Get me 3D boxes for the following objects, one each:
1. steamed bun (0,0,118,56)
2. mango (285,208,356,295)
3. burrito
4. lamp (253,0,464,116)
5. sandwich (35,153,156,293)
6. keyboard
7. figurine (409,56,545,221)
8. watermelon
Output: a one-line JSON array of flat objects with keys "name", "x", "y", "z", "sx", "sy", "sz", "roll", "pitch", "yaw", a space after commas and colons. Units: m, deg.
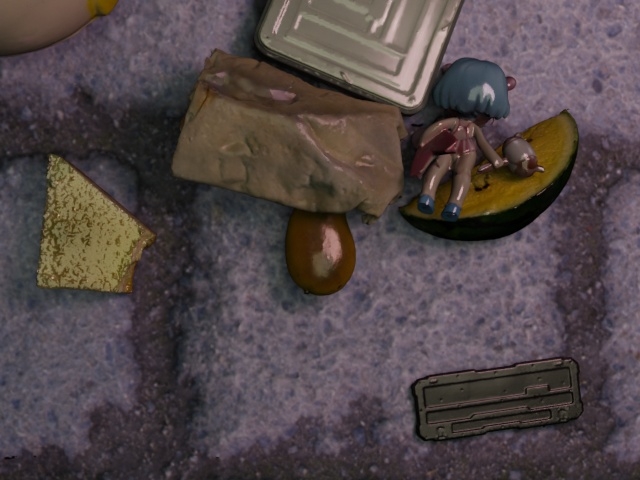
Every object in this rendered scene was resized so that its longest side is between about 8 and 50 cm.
[{"name": "steamed bun", "x": -0.423, "y": -0.427, "z": 1.254, "sx": 0.333, "sy": 0.334, "sz": 0.374, "roll": -14, "pitch": 99, "yaw": -5}, {"name": "mango", "x": 0.000, "y": 0.000, "z": 1.426, "sx": 0.103, "sy": 0.076, "sz": 0.161, "roll": 0, "pitch": 85, "yaw": -5}, {"name": "burrito", "x": -0.028, "y": -0.149, "z": 1.371, "sx": 0.331, "sy": 0.135, "sz": 0.190, "roll": 13, "pitch": 56, "yaw": -7}, {"name": "lamp", "x": 0.066, "y": -0.346, "z": 1.431, "sx": 0.269, "sy": 0.047, "sz": 0.267, "roll": 22, "pitch": 83, "yaw": -6}, {"name": "sandwich", "x": -0.317, "y": -0.021, "z": 1.404, "sx": 0.162, "sy": 0.058, "sz": 0.193, "roll": 4, "pitch": 90, "yaw": -8}, {"name": "keyboard", "x": 0.271, "y": 0.242, "z": 1.490, "sx": 0.262, "sy": 0.016, "sz": 0.106, "roll": -7, "pitch": 92, "yaw": -5}, {"name": "figurine", "x": 0.219, "y": -0.145, "z": 1.387, "sx": 0.205, "sy": 0.103, "sz": 0.260, "roll": 12, "pitch": 63, "yaw": 18}, {"name": "watermelon", "x": 0.272, "y": -0.081, "z": 1.445, "sx": 0.301, "sy": 0.123, "sz": 0.129, "roll": -32, "pitch": 73, "yaw": -6}]
